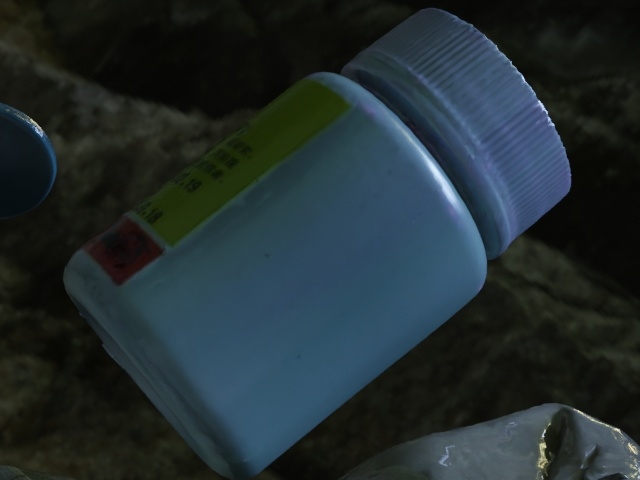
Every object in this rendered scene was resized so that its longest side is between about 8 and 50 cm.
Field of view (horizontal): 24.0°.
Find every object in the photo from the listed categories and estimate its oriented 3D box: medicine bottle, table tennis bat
[{"bbox_3d":[0.000,0.000,0.736,0.225,0.139,0.139,-38,-162,-11],"label":"medicine bottle"},{"bbox_3d":[-0.307,-0.045,1.324,0.201,0.124,0.033,-56,-161,39],"label":"table tennis bat"}]

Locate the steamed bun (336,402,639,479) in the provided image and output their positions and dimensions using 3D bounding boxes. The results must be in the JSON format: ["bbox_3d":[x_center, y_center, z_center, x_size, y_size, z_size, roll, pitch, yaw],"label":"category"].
[{"bbox_3d":[0.100,0.285,0.901,0.368,0.255,0.342,53,-36,41],"label":"steamed bun"}]

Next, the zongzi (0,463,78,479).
[{"bbox_3d":[-0.380,0.320,1.320,0.154,0.317,0.289,-162,-92,-73],"label":"zongzi"}]
